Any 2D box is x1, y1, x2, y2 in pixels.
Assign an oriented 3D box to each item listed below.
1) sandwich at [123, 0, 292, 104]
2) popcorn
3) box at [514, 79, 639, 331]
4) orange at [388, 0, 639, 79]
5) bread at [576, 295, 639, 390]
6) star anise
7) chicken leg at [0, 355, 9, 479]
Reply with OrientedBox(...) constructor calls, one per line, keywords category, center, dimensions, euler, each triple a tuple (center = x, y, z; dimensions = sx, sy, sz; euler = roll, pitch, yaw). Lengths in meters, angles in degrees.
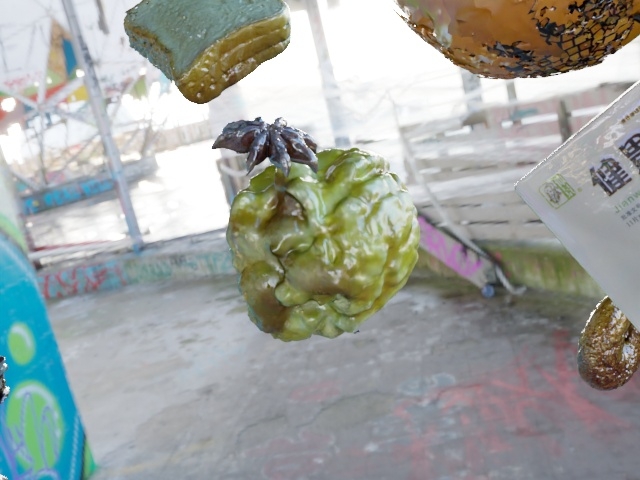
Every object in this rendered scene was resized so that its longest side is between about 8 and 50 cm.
OrientedBox(category="sandwich", center=(-0.181, -0.343, 1.208), dimensions=(0.226, 0.087, 0.251), euler=(-32, 49, -14))
OrientedBox(category="popcorn", center=(0.008, -0.004, 1.048), dimensions=(0.282, 0.282, 0.247), euler=(-8, 7, 24))
OrientedBox(category="box", center=(0.322, -0.065, 0.633), dimensions=(0.260, 0.175, 0.062), euler=(-43, -6, 30))
OrientedBox(category="orange", center=(0.136, -0.224, 0.494), dimensions=(0.234, 0.235, 0.182), euler=(-5, 22, 35))
OrientedBox(category="bread", center=(0.497, 0.168, 1.257), dimensions=(0.193, 0.193, 0.064), euler=(-23, 32, -35))
OrientedBox(category="star anise", center=(-0.061, -0.121, 0.926), dimensions=(0.141, 0.042, 0.141), euler=(10, 35, -7))
OrientedBox(category="chicken leg", center=(-0.203, 0.180, 0.442), dimensions=(0.051, 0.253, 0.106), euler=(-4, -29, -15))
